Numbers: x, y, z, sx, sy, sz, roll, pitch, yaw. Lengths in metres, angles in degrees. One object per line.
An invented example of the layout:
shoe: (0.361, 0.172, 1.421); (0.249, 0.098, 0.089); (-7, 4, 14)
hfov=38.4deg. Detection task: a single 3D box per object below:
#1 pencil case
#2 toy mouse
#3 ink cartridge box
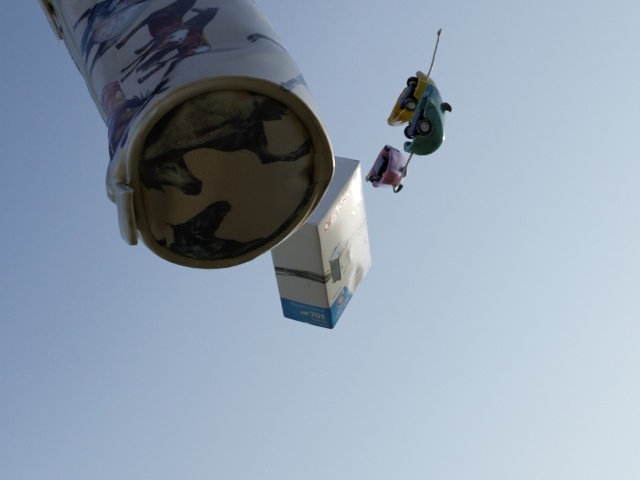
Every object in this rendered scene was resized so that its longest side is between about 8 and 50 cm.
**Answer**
pencil case: (-0.134, -0.152, 0.770); (0.183, 0.410, 0.160); (-20, -46, -11)
toy mouse: (0.081, -0.086, 0.823); (0.031, 0.143, 0.161); (22, -50, -13)
ink cartridge box: (0.000, 0.000, 1.217); (0.082, 0.140, 0.191); (14, -43, 22)
